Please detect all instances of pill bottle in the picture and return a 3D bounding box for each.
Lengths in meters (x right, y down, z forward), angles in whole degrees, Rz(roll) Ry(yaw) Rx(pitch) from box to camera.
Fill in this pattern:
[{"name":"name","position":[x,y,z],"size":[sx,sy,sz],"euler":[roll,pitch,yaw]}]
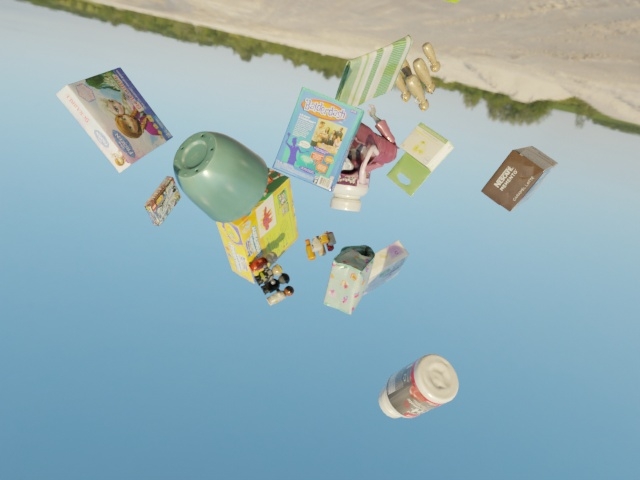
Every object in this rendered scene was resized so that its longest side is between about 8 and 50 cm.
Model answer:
[{"name":"pill bottle","position":[0.349,0.555,1.915],"size":[0.177,0.318,0.176],"euler":[14,-126,-20]},{"name":"pill bottle","position":[0.118,-0.273,2.065],"size":[0.170,0.301,0.169],"euler":[6,-172,-1]}]

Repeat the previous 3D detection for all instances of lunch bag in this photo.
[{"name":"lunch bag","position":[0.132,0.150,2.191],"size":[0.160,0.223,0.262],"euler":[19,-154,16]}]

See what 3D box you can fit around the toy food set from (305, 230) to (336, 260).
[{"name":"toy food set","position":[0.000,0.000,2.422],"size":[0.111,0.232,0.104],"euler":[-10,-111,-18]}]

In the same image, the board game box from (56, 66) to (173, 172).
[{"name":"board game box","position":[-0.720,-0.441,1.848],"size":[0.066,0.318,0.318],"euler":[-27,-160,26]}]

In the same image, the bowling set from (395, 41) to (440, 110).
[{"name":"bowling set","position":[0.356,-0.637,2.055],"size":[0.200,0.154,0.286],"euler":[-1,-131,41]}]

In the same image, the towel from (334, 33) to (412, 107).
[{"name":"towel","position":[0.177,-0.574,1.792],"size":[0.325,0.247,0.038],"euler":[-32,-109,-31]}]

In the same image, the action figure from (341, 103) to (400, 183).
[{"name":"action figure","position":[0.187,-0.340,1.820],"size":[0.370,0.247,0.276],"euler":[-3,-154,-46]}]

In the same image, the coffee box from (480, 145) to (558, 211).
[{"name":"coffee box","position":[0.553,-0.176,1.421],"size":[0.098,0.141,0.247],"euler":[41,-151,18]}]

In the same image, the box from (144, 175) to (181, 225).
[{"name":"box","position":[-0.502,-0.126,1.646],"size":[0.027,0.093,0.137],"euler":[14,-127,16]}]

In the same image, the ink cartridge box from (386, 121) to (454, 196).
[{"name":"ink cartridge box","position":[0.354,-0.303,1.911],"size":[0.056,0.235,0.171],"euler":[33,-167,-46]}]

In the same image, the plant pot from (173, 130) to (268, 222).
[{"name":"plant pot","position":[-0.367,-0.241,1.798],"size":[0.293,0.292,0.235],"euler":[27,173,35]}]

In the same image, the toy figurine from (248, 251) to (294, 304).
[{"name":"toy figurine","position":[-0.221,0.178,2.412],"size":[0.148,0.212,0.209],"euler":[-28,-155,-7]}]

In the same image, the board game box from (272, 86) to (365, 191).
[{"name":"board game box","position":[-0.005,-0.245,1.256],"size":[0.160,0.210,0.047],"euler":[24,-169,7]}]

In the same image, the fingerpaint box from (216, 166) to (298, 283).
[{"name":"fingerpaint box","position":[-0.299,-0.071,2.512],"size":[0.163,0.444,0.371],"euler":[28,-121,24]}]

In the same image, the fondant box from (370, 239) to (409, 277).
[{"name":"fondant box","position":[0.296,0.147,2.605],"size":[0.238,0.330,0.096],"euler":[-29,-107,-14]}]

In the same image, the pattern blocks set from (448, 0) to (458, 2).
[{"name":"pattern blocks set","position":[0.367,-0.701,1.264],"size":[0.325,0.026,0.285],"euler":[9,161,-13]}]
